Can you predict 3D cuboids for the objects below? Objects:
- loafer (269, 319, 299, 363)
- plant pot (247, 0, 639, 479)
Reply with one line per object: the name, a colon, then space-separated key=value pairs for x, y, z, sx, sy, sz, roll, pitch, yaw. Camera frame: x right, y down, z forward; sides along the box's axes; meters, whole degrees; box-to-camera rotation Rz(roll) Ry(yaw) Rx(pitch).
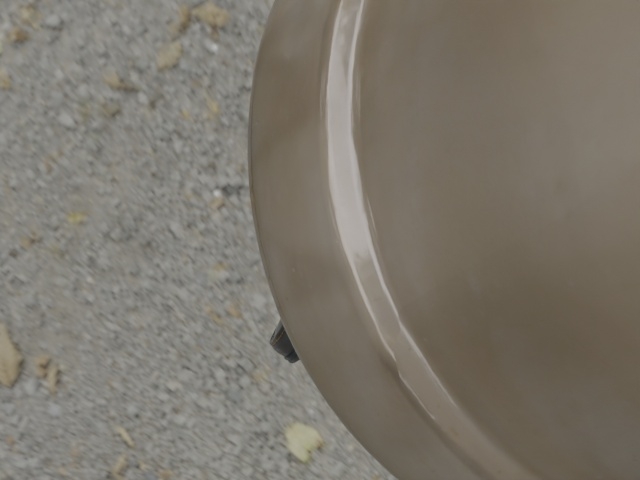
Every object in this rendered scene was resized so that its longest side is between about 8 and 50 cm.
loafer: x=0.000 y=0.000 z=0.820 sx=0.061 sy=0.170 sz=0.062 roll=25 pitch=34 yaw=-3
plant pot: x=0.173 y=-0.046 z=0.509 sx=0.323 sy=0.280 sz=0.323 roll=4 pitch=80 yaw=-26
